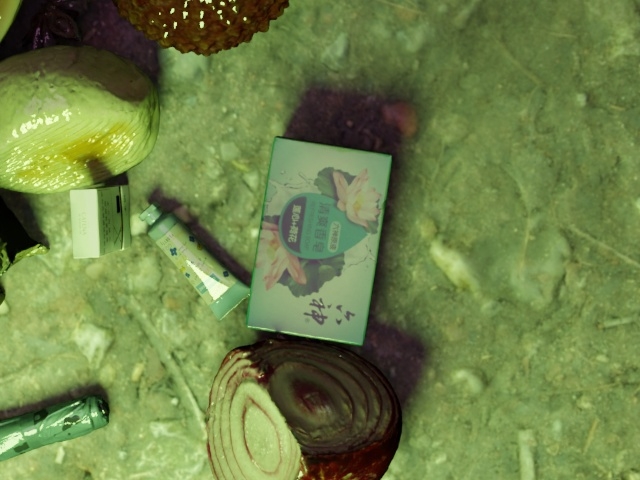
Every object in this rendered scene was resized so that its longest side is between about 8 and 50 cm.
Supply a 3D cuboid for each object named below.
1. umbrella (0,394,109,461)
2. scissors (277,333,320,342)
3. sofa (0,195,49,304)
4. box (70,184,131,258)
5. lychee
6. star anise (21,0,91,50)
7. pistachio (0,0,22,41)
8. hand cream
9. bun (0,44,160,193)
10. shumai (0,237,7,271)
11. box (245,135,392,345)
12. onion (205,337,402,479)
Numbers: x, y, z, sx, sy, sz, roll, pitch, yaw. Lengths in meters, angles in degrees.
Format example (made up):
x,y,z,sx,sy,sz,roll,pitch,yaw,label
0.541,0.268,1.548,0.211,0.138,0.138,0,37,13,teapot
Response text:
x,y,z,sx,sy,sz,roll,pitch,yaw,label
-0.395,0.256,1.821,0.250,0.053,0.052,-17,94,4,umbrella
-0.006,0.152,1.810,0.039,0.012,0.113,-42,91,5,scissors
-0.488,-0.018,1.734,0.182,0.200,0.258,-35,93,3,sofa
-0.273,-0.025,1.741,0.040,0.154,0.084,-4,94,8,box
-0.139,-0.367,1.658,0.275,0.276,0.304,17,121,2,lychee
-0.322,-0.269,1.741,0.056,0.129,0.124,39,90,-35,star anise
-0.493,-0.385,1.665,0.365,0.281,0.446,18,96,25,pistachio
-0.165,0.022,1.796,0.065,0.043,0.171,-41,95,18,hand cream
-0.325,-0.156,1.721,0.243,0.244,0.153,-16,64,5,bun
-0.489,-0.029,1.577,0.225,0.222,0.261,-32,56,-2,shumai
0.000,0.000,1.753,0.153,0.092,0.245,8,91,3,box
-0.017,0.249,1.733,0.206,0.216,0.206,0,136,-31,onion
